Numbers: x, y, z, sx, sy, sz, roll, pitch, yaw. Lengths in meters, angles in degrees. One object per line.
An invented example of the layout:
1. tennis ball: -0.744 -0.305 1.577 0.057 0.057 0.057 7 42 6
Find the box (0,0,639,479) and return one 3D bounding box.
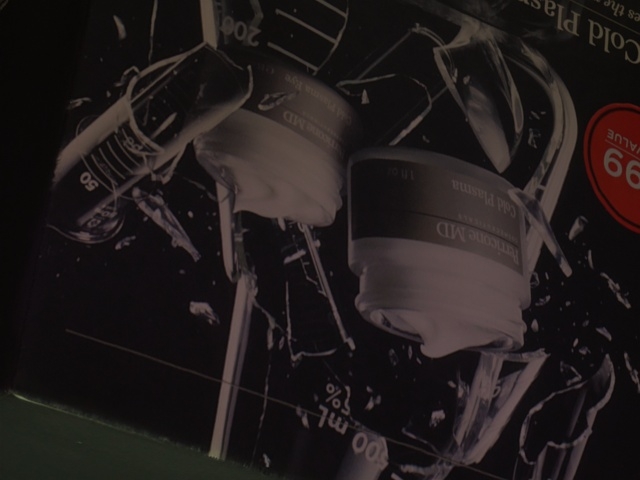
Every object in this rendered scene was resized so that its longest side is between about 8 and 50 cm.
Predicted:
1. box: 0.000 0.000 0.911 0.343 0.312 0.179 21 152 -26
